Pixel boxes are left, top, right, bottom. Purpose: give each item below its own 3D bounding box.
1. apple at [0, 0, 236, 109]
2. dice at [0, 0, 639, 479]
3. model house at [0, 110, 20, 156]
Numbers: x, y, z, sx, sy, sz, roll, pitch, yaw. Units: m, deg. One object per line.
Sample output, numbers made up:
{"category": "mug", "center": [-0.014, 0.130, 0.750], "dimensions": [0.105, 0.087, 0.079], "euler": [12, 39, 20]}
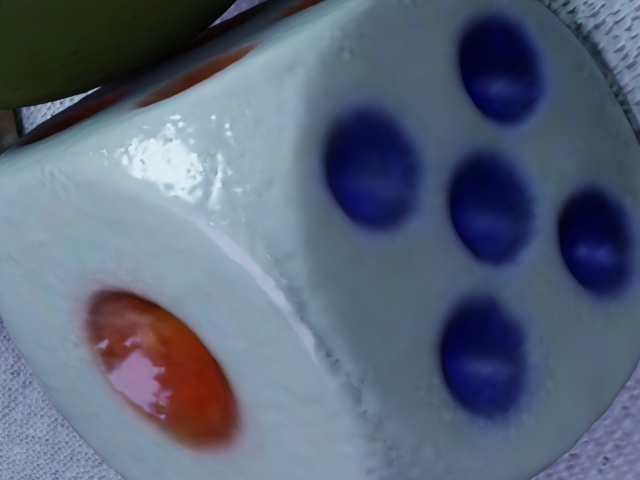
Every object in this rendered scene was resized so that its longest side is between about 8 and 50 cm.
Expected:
{"category": "apple", "center": [-0.182, -0.235, 0.709], "dimensions": [0.357, 0.357, 0.357], "euler": [29, 137, 31]}
{"category": "dice", "center": [0.000, 0.000, 0.737], "dimensions": [0.259, 0.251, 0.243], "euler": [-14, 109, 50]}
{"category": "model house", "center": [-0.382, -0.146, 1.119], "dimensions": [0.267, 0.194, 0.325], "euler": [28, 133, 32]}
